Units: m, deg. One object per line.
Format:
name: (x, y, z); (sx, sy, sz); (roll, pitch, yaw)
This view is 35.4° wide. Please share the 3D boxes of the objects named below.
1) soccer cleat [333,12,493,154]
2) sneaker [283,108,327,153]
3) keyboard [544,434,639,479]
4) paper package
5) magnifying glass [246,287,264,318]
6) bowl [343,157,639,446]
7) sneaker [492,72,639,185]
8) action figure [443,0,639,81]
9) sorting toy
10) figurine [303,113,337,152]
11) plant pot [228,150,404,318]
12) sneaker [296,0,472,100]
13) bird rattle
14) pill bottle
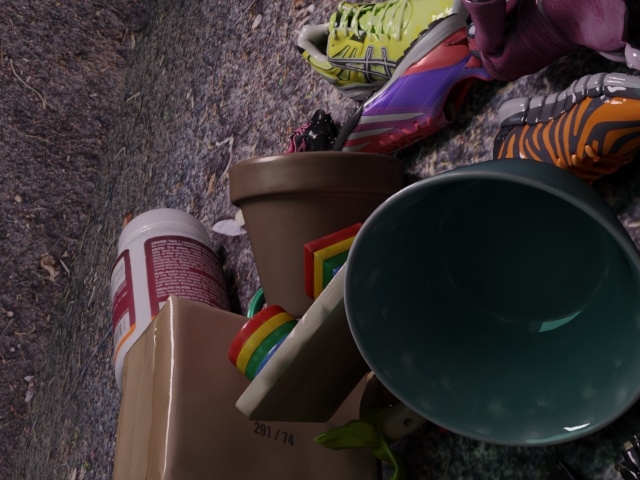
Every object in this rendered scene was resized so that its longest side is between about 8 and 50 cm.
soccer cleat: (0.131, -0.187, 1.474); (0.116, 0.108, 0.318); (50, 130, 9)
sneaker: (-0.029, -0.190, 1.833); (0.119, 0.057, 0.047); (-64, 25, 8)
keyboard: (0.290, 0.311, 0.905); (0.202, 0.033, 0.317); (-67, 27, 20)
paper package: (-0.099, 0.268, 1.336); (0.168, 0.324, 0.310); (-45, 36, 41)
magnifying glass: (-0.068, 0.111, 1.727); (0.231, 0.026, 0.092); (-21, 54, 56)
bowl: (0.196, 0.041, 1.030); (0.311, 0.311, 0.163); (-49, 1, 35)
sneaker: (0.290, -0.073, 1.103); (0.321, 0.124, 0.180); (173, 111, -72)
action figure: (0.297, -0.261, 1.176); (0.370, 0.248, 0.276); (-25, 73, 53)
sorting toy: (0.012, 0.091, 1.205); (0.089, 0.255, 0.257); (40, 95, 22)
figurine: (-0.019, -0.099, 1.734); (0.215, 0.092, 0.209); (-60, 20, 20)
plant pot: (0.000, 0.000, 1.479); (0.263, 0.263, 0.229); (-11, 80, 60)
sneaker: (0.094, -0.315, 1.588); (0.384, 0.147, 0.145); (-13, 58, 57)
bird rattle: (0.111, 0.181, 1.239); (0.253, 0.143, 0.207); (-52, 15, 26)
pill bottle: (-0.284, 0.124, 1.902); (0.224, 0.224, 0.392); (-55, 29, 26)
